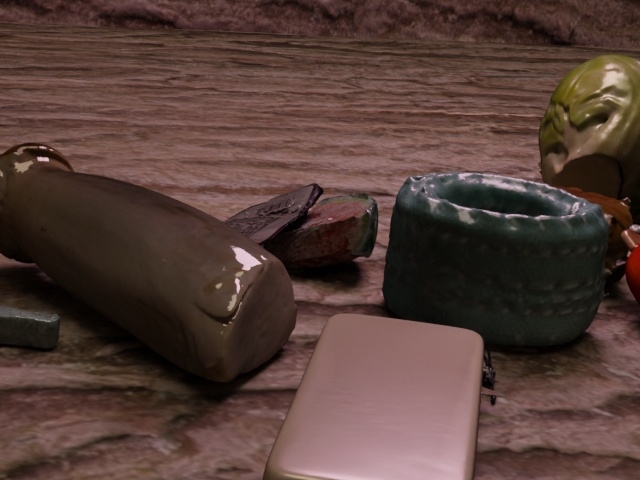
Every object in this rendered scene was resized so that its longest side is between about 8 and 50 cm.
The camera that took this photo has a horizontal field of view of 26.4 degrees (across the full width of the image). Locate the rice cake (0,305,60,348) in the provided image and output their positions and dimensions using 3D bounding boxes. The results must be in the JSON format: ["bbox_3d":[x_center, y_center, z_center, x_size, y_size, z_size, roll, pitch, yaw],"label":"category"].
[{"bbox_3d":[-0.321,0.073,1.243,0.170,0.033,0.029,7,20,2],"label":"rice cake"}]

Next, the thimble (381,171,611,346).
[{"bbox_3d":[0.185,0.016,1.414,0.235,0.143,0.198,10,18,9],"label":"thimble"}]

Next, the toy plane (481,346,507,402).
[{"bbox_3d":[0.139,0.120,1.249,0.049,0.031,0.121,14,13,-3],"label":"toy plane"}]

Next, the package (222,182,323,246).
[{"bbox_3d":[-0.100,-0.009,1.513,0.154,0.030,0.239,-15,8,23],"label":"package"}]

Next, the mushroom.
[{"bbox_3d":[-0.171,0.016,1.321,0.154,0.138,0.407,-25,39,-37],"label":"mushroom"}]

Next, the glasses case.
[{"bbox_3d":[0.048,0.148,1.040,0.144,0.076,0.336,7,17,8],"label":"glasses case"}]

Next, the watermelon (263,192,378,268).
[{"bbox_3d":[0.000,0.000,1.555,0.139,0.071,0.187,-17,10,-13],"label":"watermelon"}]

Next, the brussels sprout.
[{"bbox_3d":[0.401,-0.135,1.872,0.244,0.244,0.244,5,17,-2],"label":"brussels sprout"}]

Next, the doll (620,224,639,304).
[{"bbox_3d":[0.402,0.040,1.490,0.217,0.085,0.183,-5,38,-48],"label":"doll"}]

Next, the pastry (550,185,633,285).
[{"bbox_3d":[0.272,-0.012,1.612,0.218,0.100,0.229,-1,13,-36],"label":"pastry"}]
